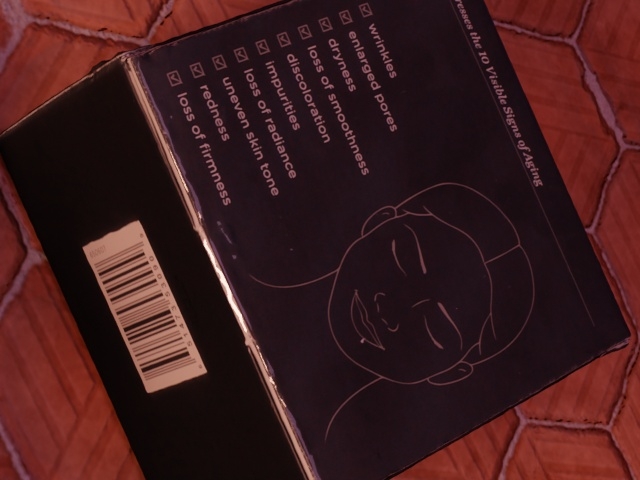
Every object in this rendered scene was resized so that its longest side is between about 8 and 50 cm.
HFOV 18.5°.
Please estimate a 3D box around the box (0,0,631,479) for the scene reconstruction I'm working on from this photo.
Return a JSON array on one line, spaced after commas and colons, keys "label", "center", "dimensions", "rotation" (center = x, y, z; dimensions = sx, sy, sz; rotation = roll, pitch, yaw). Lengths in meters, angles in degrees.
[{"label": "box", "center": [0.000, 0.000, 2.055], "dimensions": [0.472, 0.297, 0.479], "rotation": [-24, 91, -38]}]
